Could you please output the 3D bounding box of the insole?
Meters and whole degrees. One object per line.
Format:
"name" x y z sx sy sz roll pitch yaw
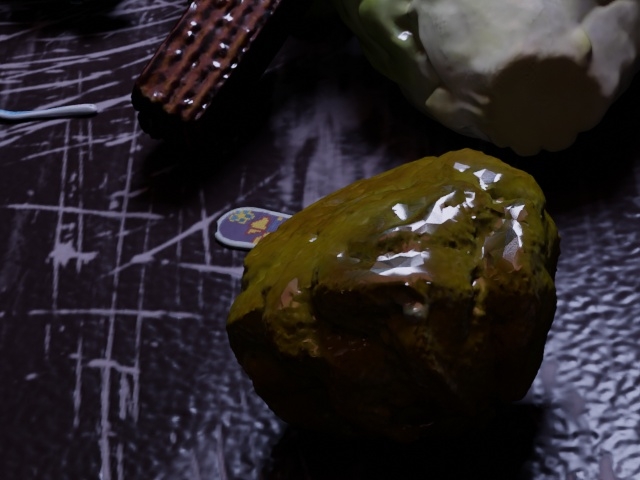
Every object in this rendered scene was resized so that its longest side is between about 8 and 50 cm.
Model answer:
"insole" 0.000 0.000 1.225 0.197 0.004 0.065 12 45 26

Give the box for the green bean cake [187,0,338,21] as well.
"green bean cake" -0.022 -0.325 1.529 0.222 0.125 0.248 4 42 18

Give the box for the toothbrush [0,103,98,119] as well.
"toothbrush" -0.294 -0.125 1.438 0.162 0.017 0.014 -4 23 10

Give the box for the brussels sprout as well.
"brussels sprout" 0.165 -0.224 1.268 0.274 0.242 0.316 -32 49 -13

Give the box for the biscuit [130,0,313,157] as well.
"biscuit" -0.035 -0.248 1.339 0.073 0.107 0.388 33 78 8

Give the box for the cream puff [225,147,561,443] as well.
"cream puff" 0.059 0.040 1.010 0.244 0.196 0.244 -6 37 5

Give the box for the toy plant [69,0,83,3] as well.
"toy plant" -0.257 -0.320 1.587 0.232 0.112 0.243 23 33 24
